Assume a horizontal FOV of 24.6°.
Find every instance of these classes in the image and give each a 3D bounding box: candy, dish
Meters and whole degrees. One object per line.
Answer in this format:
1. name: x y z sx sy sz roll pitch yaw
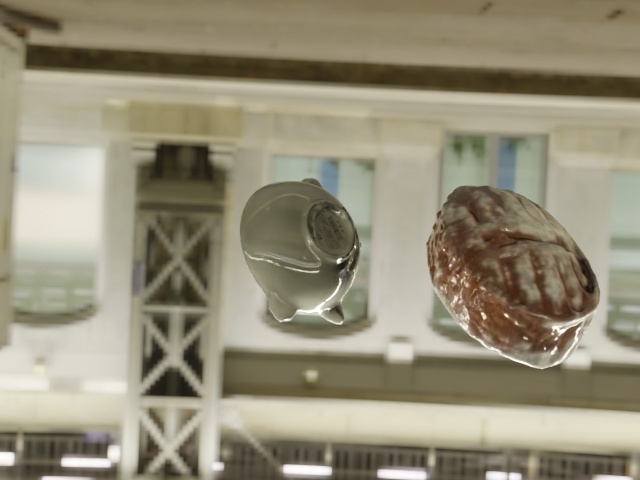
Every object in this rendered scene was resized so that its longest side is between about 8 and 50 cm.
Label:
1. candy: 0.269 0.041 2.066 0.214 0.157 0.289 -6 -134 -28
2. dish: 0.000 0.000 2.112 0.228 0.236 0.086 11 154 -39
